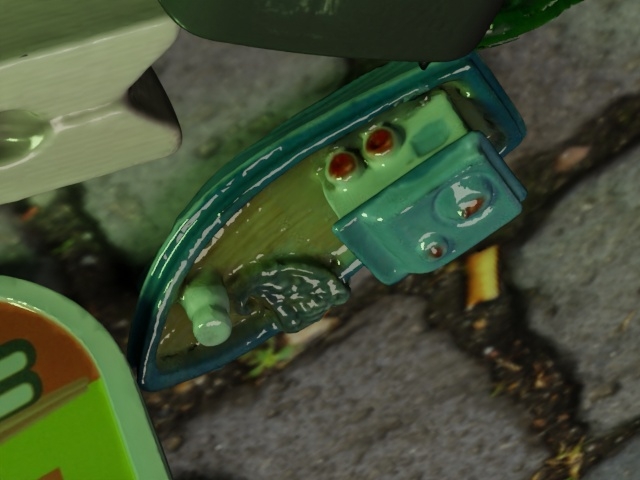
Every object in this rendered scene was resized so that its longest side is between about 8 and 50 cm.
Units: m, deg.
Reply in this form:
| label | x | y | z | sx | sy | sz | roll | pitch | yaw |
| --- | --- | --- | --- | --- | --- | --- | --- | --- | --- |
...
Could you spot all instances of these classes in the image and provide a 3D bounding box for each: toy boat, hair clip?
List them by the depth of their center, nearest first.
| label | x | y | z | sx | sy | sz | roll | pitch | yaw |
| --- | --- | --- | --- | --- | --- | --- | --- | --- | --- |
| hair clip | -0.220 | -0.044 | 0.726 | 0.331 | 0.085 | 0.101 | -19 | 140 | -19 |
| toy boat | 0.000 | 0.000 | 0.875 | 0.238 | 0.098 | 0.109 | -34 | 135 | 8 |

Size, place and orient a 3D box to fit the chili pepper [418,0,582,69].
| label | x | y | z | sx | sy | sz | roll | pitch | yaw |
| --- | --- | --- | --- | --- | --- | --- | --- | --- | --- |
| chili pepper | 0.126 | -0.161 | 0.796 | 0.224 | 0.061 | 0.098 | -36 | 111 | 8 |

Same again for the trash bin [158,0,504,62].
| label | x | y | z | sx | sy | sz | roll | pitch | yaw |
| --- | --- | --- | --- | --- | --- | --- | --- | --- | --- |
| trash bin | 0.028 | -0.220 | 0.590 | 0.182 | 0.209 | 0.290 | 1 | 136 | -24 |

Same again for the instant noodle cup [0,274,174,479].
| label | x | y | z | sx | sy | sz | roll | pitch | yaw |
| --- | --- | --- | --- | --- | --- | --- | --- | --- | --- |
| instant noodle cup | -0.200 | 0.217 | 0.885 | 0.294 | 0.294 | 0.308 | -15 | 144 | -13 |
